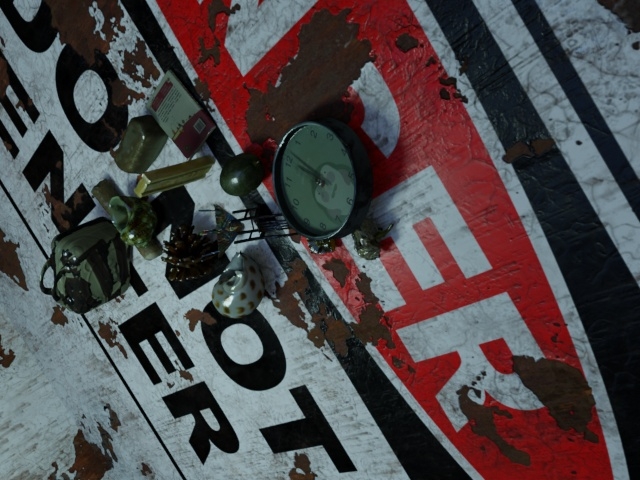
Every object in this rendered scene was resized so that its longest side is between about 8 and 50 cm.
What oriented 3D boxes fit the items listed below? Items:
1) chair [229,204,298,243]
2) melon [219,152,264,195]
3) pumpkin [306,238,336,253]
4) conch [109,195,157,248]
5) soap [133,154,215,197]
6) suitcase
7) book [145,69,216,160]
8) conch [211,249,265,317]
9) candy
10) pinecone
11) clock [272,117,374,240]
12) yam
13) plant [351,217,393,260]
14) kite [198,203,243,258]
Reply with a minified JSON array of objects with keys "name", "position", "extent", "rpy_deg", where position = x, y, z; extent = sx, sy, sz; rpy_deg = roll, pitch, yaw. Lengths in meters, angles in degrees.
[{"name":"chair","position":[-0.156,-0.054,1.690],"extent":[0.212,0.101,0.084],"rpy_deg":[-9,111,1]},{"name":"melon","position":[-0.226,-0.190,1.638],"extent":[0.167,0.114,0.114],"rpy_deg":[-28,93,45]},{"name":"pumpkin","position":[0.000,0.000,1.601],"extent":[0.083,0.054,0.074],"rpy_deg":[-4,114,34]},{"name":"conch","position":[-0.662,-0.064,2.023],"extent":[0.187,0.124,0.182],"rpy_deg":[8,93,34]},{"name":"soap","position":[-0.436,-0.194,1.708],"extent":[0.037,0.252,0.092],"rpy_deg":[54,134,8]},{"name":"suitcase","position":[-0.899,0.100,2.157],"extent":[0.194,0.339,0.352],"rpy_deg":[30,128,22]},{"name":"book","position":[-0.434,-0.384,1.753],"extent":[0.232,0.022,0.162],"rpy_deg":[51,122,7]},{"name":"conch","position":[-0.262,0.162,1.822],"extent":[0.148,0.183,0.275],"rpy_deg":[31,143,-19]},{"name":"candy","position":[-0.591,-0.313,1.870],"extent":[0.102,0.104,0.234],"rpy_deg":[52,132,11]},{"name":"pinecone","position":[-0.437,0.042,1.880],"extent":[0.150,0.179,0.195],"rpy_deg":[124,133,-70]},{"name":"clock","position":[-0.004,-0.155,1.470],"extent":[0.319,0.066,0.319],"rpy_deg":[13,109,44]},{"name":"yam","position":[-0.719,-0.071,2.108],"extent":[0.357,0.081,0.081],"rpy_deg":[51,133,6]},{"name":"plant","position":[0.141,-0.011,1.486],"extent":[0.122,0.104,0.116],"rpy_deg":[-19,138,15]},{"name":"kite","position":[-0.318,-0.033,1.817],"extent":[0.160,0.010,0.183],"rpy_deg":[-10,77,13]}]
